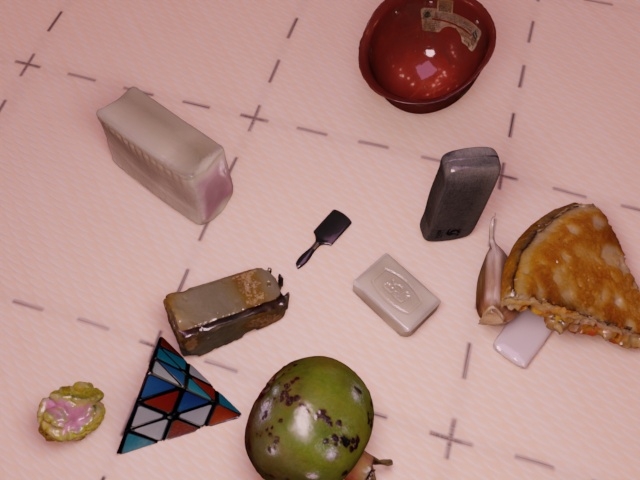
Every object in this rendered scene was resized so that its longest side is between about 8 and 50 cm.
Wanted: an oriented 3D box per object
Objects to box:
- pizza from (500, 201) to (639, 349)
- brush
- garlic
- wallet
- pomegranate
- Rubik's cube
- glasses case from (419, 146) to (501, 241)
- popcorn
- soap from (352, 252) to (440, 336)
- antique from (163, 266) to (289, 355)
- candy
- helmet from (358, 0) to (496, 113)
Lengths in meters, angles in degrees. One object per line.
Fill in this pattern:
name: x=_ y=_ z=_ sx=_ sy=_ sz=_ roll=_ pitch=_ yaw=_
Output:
pizza: x=0.618 y=0.129 z=1.559 sx=0.406 sy=0.130 sz=0.440 roll=47 pitch=54 yaw=6
brush: x=0.000 y=0.000 z=1.706 sx=0.063 sy=0.016 sz=0.193 roll=37 pitch=69 yaw=18
garlic: x=0.415 y=0.083 z=1.582 sx=0.129 sy=0.148 sz=0.266 roll=6 pitch=62 yaw=-12
wallet: x=0.492 y=0.209 z=1.583 sx=0.095 sy=0.033 sz=0.190 roll=35 pitch=70 yaw=15
pomegranate: x=0.006 y=0.398 z=1.364 sx=0.323 sy=0.290 sz=0.291 roll=38 pitch=70 yaw=18
Rubik's cube: x=-0.341 y=0.289 z=1.448 sx=0.285 sy=0.234 sz=0.249 roll=-12 pitch=63 yaw=-4
glasses case: x=0.324 y=-0.101 z=1.579 sx=0.131 sy=0.323 sz=0.074 roll=-6 pitch=62 yaw=-6
popcorn: x=-0.546 y=0.378 z=1.471 sx=0.126 sy=0.126 sz=0.145 roll=42 pitch=43 yaw=5
soap: x=0.181 y=0.134 z=1.610 sx=0.121 sy=0.063 sz=0.183 roll=-41 pitch=70 yaw=-20
antique: x=-0.212 y=0.159 z=1.573 sx=0.284 sy=0.150 sz=0.125 roll=-20 pitch=64 yaw=-18
candy: x=-0.397 y=-0.220 z=1.723 sx=0.359 sy=0.208 sz=0.145 roll=34 pitch=63 yaw=18
helmet: x=0.283 y=-0.474 z=1.821 sx=0.338 sy=0.230 sz=0.384 roll=26 pitch=76 yaw=15
